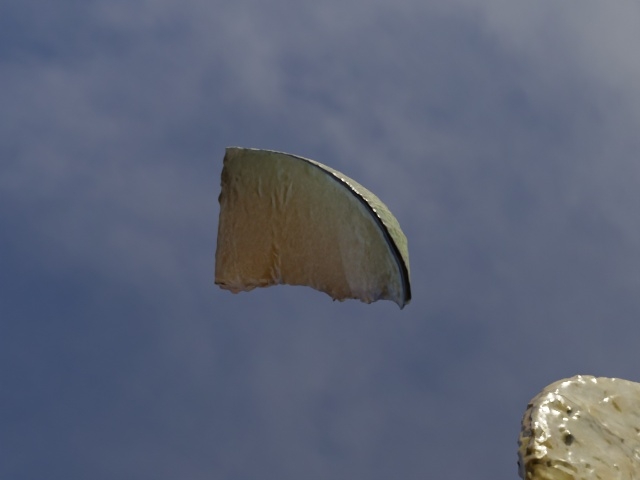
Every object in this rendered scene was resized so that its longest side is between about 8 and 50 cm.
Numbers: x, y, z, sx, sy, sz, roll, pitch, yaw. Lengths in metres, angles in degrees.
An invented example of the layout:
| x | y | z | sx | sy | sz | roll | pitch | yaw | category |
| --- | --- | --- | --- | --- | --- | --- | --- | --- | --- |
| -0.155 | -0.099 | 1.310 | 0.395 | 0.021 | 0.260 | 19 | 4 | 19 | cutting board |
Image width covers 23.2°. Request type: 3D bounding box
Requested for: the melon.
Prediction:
| x | y | z | sx | sy | sz | roll | pitch | yaw | category |
| --- | --- | --- | --- | --- | --- | --- | --- | --- | --- |
| 0.000 | -0.008 | 1.028 | 0.182 | 0.054 | 0.098 | 4 | -99 | 45 | melon |

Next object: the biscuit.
| x | y | z | sx | sy | sz | roll | pitch | yaw | category |
| --- | --- | --- | --- | --- | --- | --- | --- | --- | --- |
| 0.211 | 0.164 | 0.929 | 0.220 | 0.219 | 0.033 | 50 | -52 | 25 | biscuit |
